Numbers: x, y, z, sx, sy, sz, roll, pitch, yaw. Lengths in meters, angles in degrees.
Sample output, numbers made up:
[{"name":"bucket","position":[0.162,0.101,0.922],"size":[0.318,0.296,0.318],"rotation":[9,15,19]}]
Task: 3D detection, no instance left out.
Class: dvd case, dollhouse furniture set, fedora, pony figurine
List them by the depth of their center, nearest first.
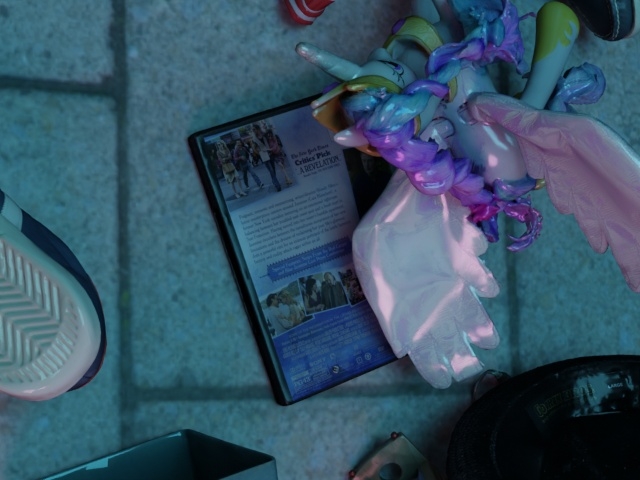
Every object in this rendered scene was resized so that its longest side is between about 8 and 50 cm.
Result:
[{"name":"fedora","position":[0.261,0.234,1.287],"size":[0.334,0.334,0.152],"rotation":[-18,119,-29]},{"name":"pony figurine","position":[0.138,-0.086,1.287],"size":[0.351,0.303,0.363],"rotation":[52,35,-13]},{"name":"dollhouse furniture set","position":[0.050,0.287,1.294],"size":[0.183,0.129,0.129],"rotation":[-42,105,5]},{"name":"dvd case","position":[0.000,0.000,1.341],"size":[0.180,0.022,0.253],"rotation":[-20,93,-28]}]

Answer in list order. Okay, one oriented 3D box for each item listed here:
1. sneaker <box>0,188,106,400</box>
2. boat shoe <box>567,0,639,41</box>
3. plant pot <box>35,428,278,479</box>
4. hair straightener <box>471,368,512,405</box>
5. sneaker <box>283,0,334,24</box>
[{"name":"sneaker","position":[-0.294,-0.012,1.142],"size":[0.131,0.148,0.350],"rotation":[-41,80,-1]},{"name":"boat shoe","position":[0.227,-0.302,1.459],"size":[0.079,0.095,0.254],"rotation":[-30,96,-29]},{"name":"plant pot","position":[-0.119,0.293,1.165],"size":[0.165,0.165,0.234],"rotation":[-16,99,-29]},{"name":"hair straightener","position":[0.215,0.218,1.412],"size":[0.089,0.047,0.230],"rotation":[-44,104,-26]},{"name":"sneaker","position":[0.001,-0.241,1.367],"size":[0.042,0.067,0.118],"rotation":[43,36,-15]}]
